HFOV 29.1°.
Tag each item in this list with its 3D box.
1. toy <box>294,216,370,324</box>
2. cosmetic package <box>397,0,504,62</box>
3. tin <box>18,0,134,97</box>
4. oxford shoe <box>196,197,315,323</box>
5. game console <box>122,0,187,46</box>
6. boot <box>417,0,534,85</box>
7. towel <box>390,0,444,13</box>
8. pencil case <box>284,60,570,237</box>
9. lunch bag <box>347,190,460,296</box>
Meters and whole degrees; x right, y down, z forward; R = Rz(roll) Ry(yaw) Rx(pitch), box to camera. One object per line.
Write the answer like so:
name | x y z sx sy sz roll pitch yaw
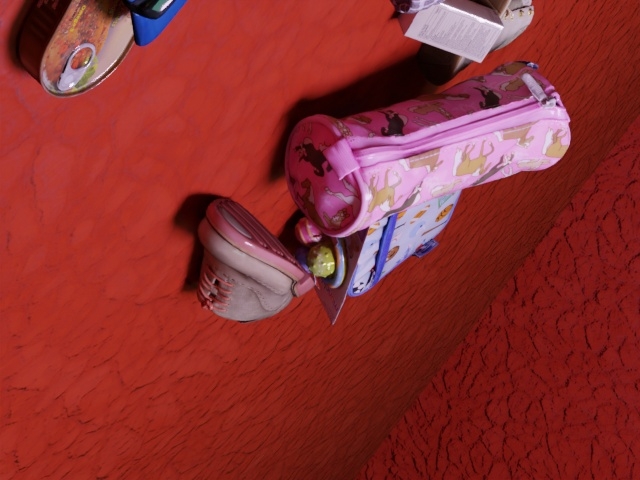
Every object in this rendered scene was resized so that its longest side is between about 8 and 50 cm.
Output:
toy | 0.000 0.000 1.691 0.056 0.137 0.237 -8 146 -24
cosmetic package | 0.159 -0.266 1.508 0.115 0.041 0.060 17 126 -26
tin | -0.173 -0.200 0.988 0.190 0.040 0.106 -56 157 20
oxford shoe | -0.098 0.046 1.546 0.130 0.123 0.348 -42 161 -1
game console | -0.092 -0.310 0.886 0.293 0.173 0.250 -52 126 -6
boot | 0.229 -0.308 1.628 0.165 0.077 0.213 -32 163 -39
towel | 0.159 -0.355 1.184 0.235 0.121 0.284 -26 159 -5
pencil case | 0.139 -0.120 1.569 0.386 0.160 0.167 -19 134 -32
lunch bag | 0.101 -0.049 1.823 0.243 0.115 0.303 -37 158 -25
